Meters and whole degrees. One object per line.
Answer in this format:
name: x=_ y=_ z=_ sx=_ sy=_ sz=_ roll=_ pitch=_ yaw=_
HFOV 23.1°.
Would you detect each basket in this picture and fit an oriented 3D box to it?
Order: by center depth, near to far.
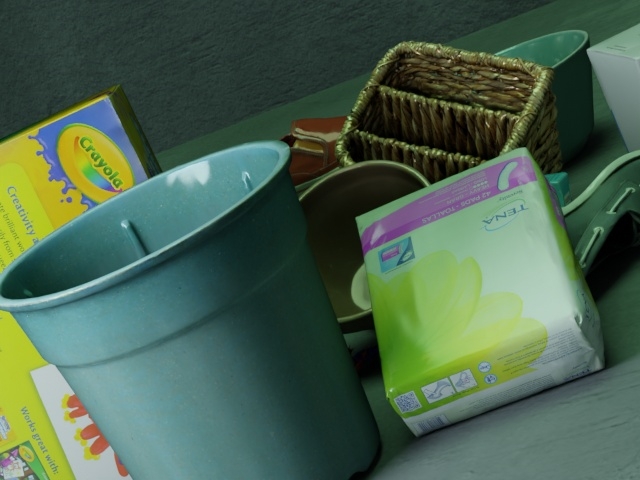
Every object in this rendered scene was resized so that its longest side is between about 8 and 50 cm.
basket: x=0.162 y=-0.125 z=2.155 sx=0.299 sy=0.223 sz=0.213 roll=19 pitch=41 yaw=42

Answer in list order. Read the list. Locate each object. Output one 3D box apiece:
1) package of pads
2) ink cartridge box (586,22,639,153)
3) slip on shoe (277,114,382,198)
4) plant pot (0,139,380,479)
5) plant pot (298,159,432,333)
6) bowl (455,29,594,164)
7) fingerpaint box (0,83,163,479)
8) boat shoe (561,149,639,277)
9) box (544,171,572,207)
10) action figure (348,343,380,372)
package of pads: x=0.172 y=0.051 z=1.703 sx=0.229 sy=0.101 sz=0.296 roll=-22 pitch=41 yaw=13
ink cartridge box: x=0.531 y=-0.214 z=2.052 sx=0.270 sy=0.198 sz=0.197 roll=-26 pitch=13 yaw=-4
slip on shoe: x=-0.003 y=-0.142 z=2.374 sx=0.331 sy=0.101 sz=0.123 roll=-26 pitch=15 yaw=14
plant pot: x=-0.116 y=0.119 z=1.646 sx=0.341 sy=0.334 sz=0.341 roll=-24 pitch=17 yaw=8
plant pot: x=0.061 y=0.026 z=1.948 sx=0.237 sy=0.110 sz=0.237 roll=-16 pitch=52 yaw=22
bowl: x=0.299 y=-0.188 z=2.432 sx=0.311 sy=0.163 sz=0.311 roll=-24 pitch=13 yaw=6
fingerpaint box: x=-0.312 y=0.093 z=1.870 sx=0.371 sy=0.445 sz=0.163 roll=-25 pitch=11 yaw=2
boat shoe: x=0.350 y=-0.011 z=1.886 sx=0.099 sy=0.116 sz=0.319 roll=32 pitch=43 yaw=30
box: x=0.200 y=-0.019 z=2.006 sx=0.244 sy=0.100 sz=0.060 roll=-8 pitch=11 yaw=21
action figure: x=0.047 y=0.146 z=1.928 sx=0.115 sy=0.030 sz=0.038 roll=-36 pitch=22 yaw=-32
